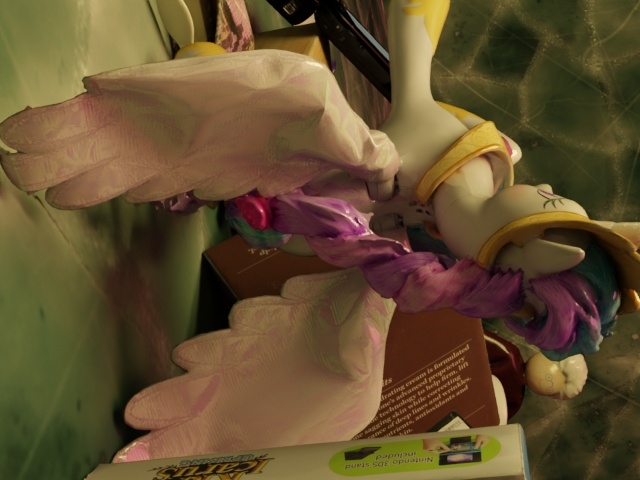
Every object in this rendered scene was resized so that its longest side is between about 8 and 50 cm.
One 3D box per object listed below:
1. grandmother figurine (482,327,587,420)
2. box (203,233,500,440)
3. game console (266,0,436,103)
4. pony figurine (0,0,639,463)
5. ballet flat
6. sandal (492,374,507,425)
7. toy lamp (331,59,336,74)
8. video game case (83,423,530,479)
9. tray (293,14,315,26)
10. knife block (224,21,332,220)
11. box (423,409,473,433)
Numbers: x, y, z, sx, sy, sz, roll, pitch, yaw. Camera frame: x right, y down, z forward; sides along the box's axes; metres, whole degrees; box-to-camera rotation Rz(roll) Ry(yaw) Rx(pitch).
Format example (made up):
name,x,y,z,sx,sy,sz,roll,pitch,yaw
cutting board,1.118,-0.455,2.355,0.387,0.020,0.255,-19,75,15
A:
name,x,y,z,sx,sy,sz,roll,pitch,yaw
grandmother figurine,0.246,0.224,1.518,0.104,0.342,0.208,-83,161,-54
box,0.030,0.086,0.822,0.167,0.168,0.203,47,-21,49
game console,0.007,-0.262,1.035,0.361,0.044,0.213,40,26,-35
pony figurine,0.004,-0.030,0.621,0.363,0.350,0.303,-115,-169,-54
ballet flat,-0.108,-0.230,0.768,0.079,0.076,0.222,-42,126,-53
sandal,0.237,0.366,1.481,0.416,0.102,0.169,101,-9,-48
toy lamp,0.011,-0.090,1.240,0.080,0.080,0.275,-50,131,-76
video game case,0.007,0.246,0.532,0.061,0.244,0.270,-54,135,-73
tray,-0.027,-0.360,1.363,0.270,0.030,0.145,65,21,-56
knife block,-0.047,-0.136,0.937,0.242,0.088,0.276,55,29,-68
box,0.043,0.252,0.770,0.051,0.175,0.220,44,-32,26
